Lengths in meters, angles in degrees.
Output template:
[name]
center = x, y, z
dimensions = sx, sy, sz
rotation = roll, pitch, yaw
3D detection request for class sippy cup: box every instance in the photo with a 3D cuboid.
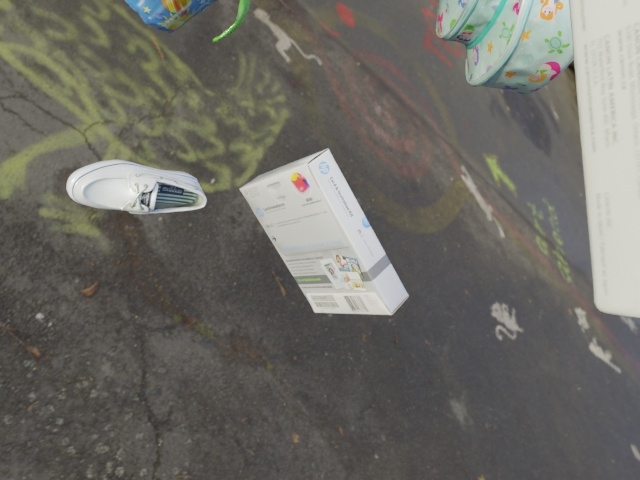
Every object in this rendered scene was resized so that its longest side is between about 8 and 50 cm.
[sippy cup]
center = -0.311, -0.582, 1.144
dimensions = 0.240, 0.224, 0.306
rotation = 6, 54, -59

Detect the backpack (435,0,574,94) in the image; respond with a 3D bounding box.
[backpack]
center = 0.272, -0.341, 0.740
dimensions = 0.191, 0.225, 0.254
rotation = 4, 82, -9

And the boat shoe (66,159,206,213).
[boat shoe]
center = -0.295, -0.085, 0.889
dimensions = 0.226, 0.083, 0.075
rotation = -8, 33, -40

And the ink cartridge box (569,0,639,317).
[ink cartridge box]
center = 0.304, -0.103, 0.244
dimensions = 0.091, 0.385, 0.308
rotation = -6, 92, -25

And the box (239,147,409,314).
[box]
center = 0.000, 0.000, 0.608
dimensions = 0.038, 0.145, 0.186
rotation = -41, 108, -32
